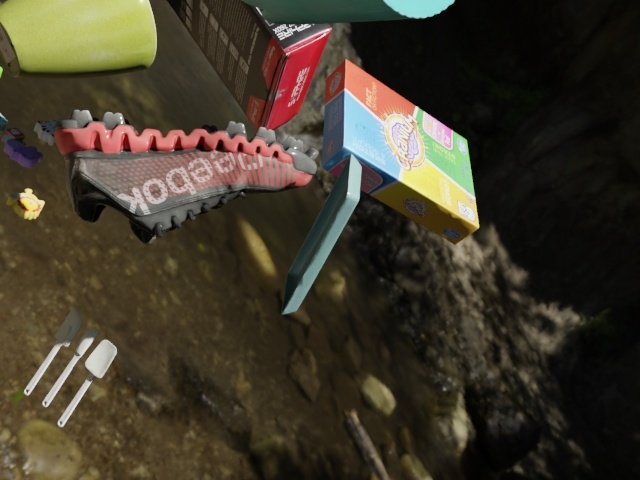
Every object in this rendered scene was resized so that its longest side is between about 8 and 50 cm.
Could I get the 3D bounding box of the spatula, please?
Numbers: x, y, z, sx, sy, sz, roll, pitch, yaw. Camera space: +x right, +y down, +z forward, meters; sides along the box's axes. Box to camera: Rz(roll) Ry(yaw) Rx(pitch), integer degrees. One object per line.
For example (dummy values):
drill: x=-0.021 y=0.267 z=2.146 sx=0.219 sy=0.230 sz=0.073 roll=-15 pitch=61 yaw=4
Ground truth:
spatula: x=-0.584 y=0.302 z=1.598 sx=0.168 sy=0.242 sz=0.019 roll=36 pitch=6 yaw=16

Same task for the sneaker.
sneaker: x=-0.141 y=-0.061 z=0.735 sx=0.097 sy=0.275 sz=0.135 roll=-155 pitch=-112 yaw=-83

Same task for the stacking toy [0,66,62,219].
stacking toy: x=-0.501 y=-0.163 z=1.089 sx=0.221 sy=0.167 sz=0.052 roll=41 pitch=30 yaw=9

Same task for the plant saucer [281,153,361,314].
plant saucer: x=0.000 y=0.000 z=0.725 sx=0.018 sy=0.192 sz=0.067 roll=18 pitch=42 yaw=-11

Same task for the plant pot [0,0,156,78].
plant pot: x=-0.567 y=-0.472 z=1.532 sx=0.274 sy=0.293 sz=0.275 roll=33 pitch=-41 yaw=35

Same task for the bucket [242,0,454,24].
bucket: x=0.033 y=-0.344 z=0.666 sx=0.183 sy=0.281 sz=0.281 roll=19 pitch=-16 yaw=37

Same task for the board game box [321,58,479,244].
board game box: x=0.147 y=-0.161 z=1.267 sx=0.316 sy=0.064 sz=0.242 roll=27 pitch=44 yaw=-27

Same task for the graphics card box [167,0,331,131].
graphics card box: x=-0.142 y=-0.374 z=1.051 sx=0.371 sy=0.094 sz=0.233 roll=54 pitch=-22 yaw=10
